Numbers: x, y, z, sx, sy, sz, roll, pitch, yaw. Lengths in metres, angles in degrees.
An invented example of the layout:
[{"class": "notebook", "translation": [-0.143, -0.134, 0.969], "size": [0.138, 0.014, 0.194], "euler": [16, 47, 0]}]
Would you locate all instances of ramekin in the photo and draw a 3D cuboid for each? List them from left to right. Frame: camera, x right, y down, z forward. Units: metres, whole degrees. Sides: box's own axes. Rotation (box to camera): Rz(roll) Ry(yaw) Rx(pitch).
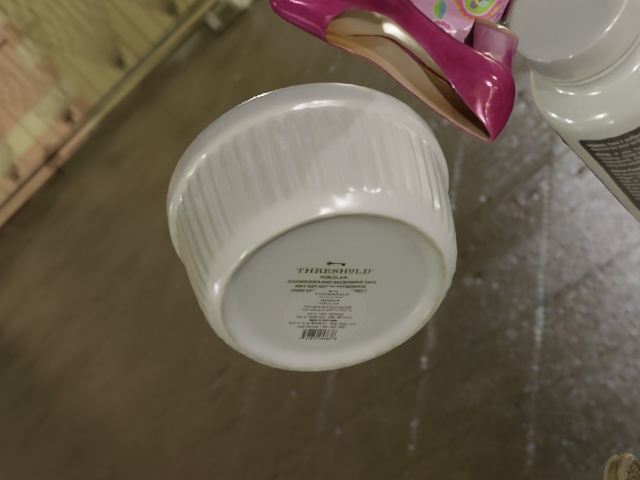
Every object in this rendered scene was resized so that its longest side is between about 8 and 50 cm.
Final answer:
[{"class": "ramekin", "translation": [0.000, 0.000, 1.110], "size": [0.207, 0.207, 0.109], "euler": [-37, 44, 21]}]

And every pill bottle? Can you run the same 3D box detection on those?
[{"class": "pill bottle", "translation": [0.323, -0.149, 1.587], "size": [0.176, 0.318, 0.176], "euler": [-21, 50, 28]}]

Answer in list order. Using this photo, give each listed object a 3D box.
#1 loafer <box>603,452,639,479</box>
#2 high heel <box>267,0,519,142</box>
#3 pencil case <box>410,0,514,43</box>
[{"class": "loafer", "translation": [0.265, 0.255, 1.435], "size": [0.050, 0.148, 0.056], "euler": [13, 34, 26]}, {"class": "high heel", "translation": [0.062, -0.167, 1.438], "size": [0.082, 0.244, 0.117], "euler": [116, 170, -57]}, {"class": "pencil case", "translation": [0.171, -0.320, 1.543], "size": [0.124, 0.124, 0.284], "euler": [-106, 39, -71]}]
